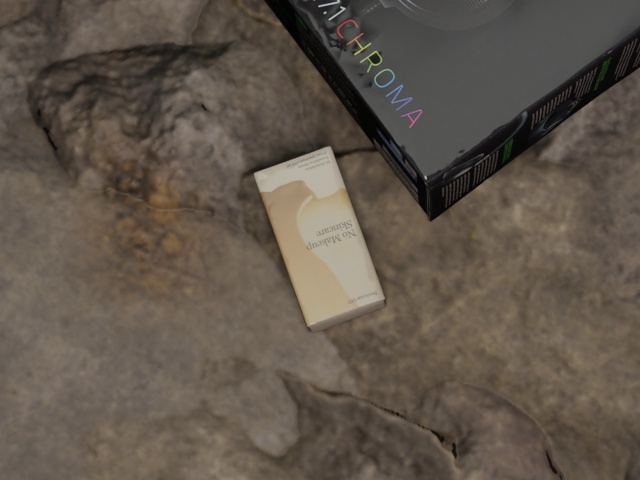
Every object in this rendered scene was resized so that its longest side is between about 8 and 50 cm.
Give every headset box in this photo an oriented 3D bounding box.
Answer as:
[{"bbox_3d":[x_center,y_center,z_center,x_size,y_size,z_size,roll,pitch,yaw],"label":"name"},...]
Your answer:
[{"bbox_3d":[0.115,-0.200,1.329,0.283,0.131,0.246,-35,80,-3],"label":"headset box"}]

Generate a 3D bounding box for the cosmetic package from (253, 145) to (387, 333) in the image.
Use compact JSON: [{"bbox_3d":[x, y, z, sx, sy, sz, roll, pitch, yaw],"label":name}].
[{"bbox_3d":[0.000,0.000,1.347,0.060,0.041,0.115,-21,79,0],"label":"cosmetic package"}]
